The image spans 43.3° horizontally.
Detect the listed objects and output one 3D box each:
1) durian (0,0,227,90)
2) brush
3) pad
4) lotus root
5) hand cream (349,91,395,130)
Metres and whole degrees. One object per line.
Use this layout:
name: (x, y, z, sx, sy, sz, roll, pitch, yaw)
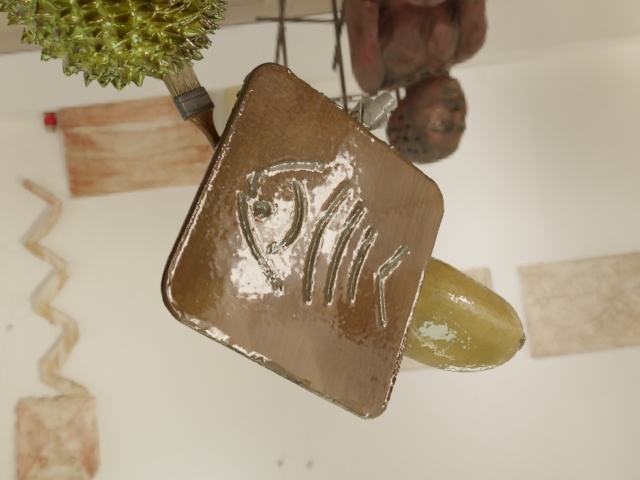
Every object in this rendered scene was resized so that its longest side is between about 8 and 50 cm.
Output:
durian: (-0.173, -0.223, 0.665, 0.200, 0.176, 0.237, 11, -158, -18)
brush: (-0.109, -0.106, 0.802, 0.014, 0.169, 0.043, -24, -172, 46)
pad: (0.000, 0.000, 0.809, 0.284, 0.286, 0.018, 33, 152, -29)
lotus root: (0.165, 0.106, 1.121, 0.303, 0.130, 0.146, 26, 120, -23)
hand cream: (0.005, -0.138, 1.057, 0.257, 0.050, 0.084, -30, -169, -35)
